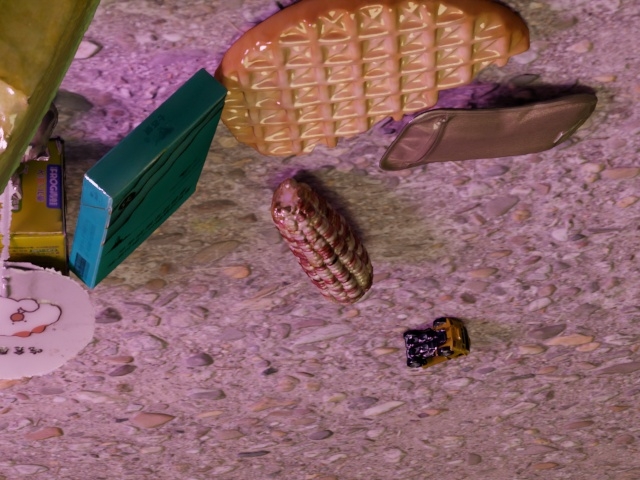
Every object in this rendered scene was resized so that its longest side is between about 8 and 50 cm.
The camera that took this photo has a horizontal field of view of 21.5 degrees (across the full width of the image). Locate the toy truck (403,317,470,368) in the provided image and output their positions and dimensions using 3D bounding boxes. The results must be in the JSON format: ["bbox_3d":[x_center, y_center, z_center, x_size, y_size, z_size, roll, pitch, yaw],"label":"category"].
[{"bbox_3d":[0.155,0.135,2.197,0.083,0.049,0.054,-24,150,35],"label":"toy truck"}]

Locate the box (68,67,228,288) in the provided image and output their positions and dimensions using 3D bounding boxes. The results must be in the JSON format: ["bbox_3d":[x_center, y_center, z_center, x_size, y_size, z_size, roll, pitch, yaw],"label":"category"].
[{"bbox_3d":[-0.168,-0.055,1.616,0.042,0.161,0.226,40,155,6],"label":"box"}]

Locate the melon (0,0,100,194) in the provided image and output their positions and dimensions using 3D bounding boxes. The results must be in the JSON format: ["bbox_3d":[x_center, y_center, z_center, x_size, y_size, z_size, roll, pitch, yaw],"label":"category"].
[{"bbox_3d":[-0.371,-0.160,1.289,0.343,0.226,0.331,28,138,-11],"label":"melon"}]

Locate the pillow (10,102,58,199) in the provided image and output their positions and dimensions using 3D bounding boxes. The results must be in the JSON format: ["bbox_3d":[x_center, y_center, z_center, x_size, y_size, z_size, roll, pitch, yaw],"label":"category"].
[{"bbox_3d":[-0.355,-0.069,1.620,0.241,0.093,0.051,-14,-170,12],"label":"pillow"}]

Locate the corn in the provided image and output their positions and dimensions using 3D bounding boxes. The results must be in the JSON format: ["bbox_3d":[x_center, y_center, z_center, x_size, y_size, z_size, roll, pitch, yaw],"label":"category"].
[{"bbox_3d":[0.000,0.000,1.860,0.079,0.080,0.237,-13,150,14],"label":"corn"}]

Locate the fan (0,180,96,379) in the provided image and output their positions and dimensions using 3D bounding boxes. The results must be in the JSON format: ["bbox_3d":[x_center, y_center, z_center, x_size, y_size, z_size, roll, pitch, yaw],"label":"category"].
[{"bbox_3d":[-0.311,0.039,1.653,0.190,0.009,0.329,2,137,-12],"label":"fan"}]

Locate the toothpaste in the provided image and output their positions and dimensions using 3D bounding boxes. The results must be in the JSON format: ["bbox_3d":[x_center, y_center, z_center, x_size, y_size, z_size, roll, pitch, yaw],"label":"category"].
[{"bbox_3d":[-0.305,0.018,1.781,0.077,0.110,0.327,0,154,-7],"label":"toothpaste"}]

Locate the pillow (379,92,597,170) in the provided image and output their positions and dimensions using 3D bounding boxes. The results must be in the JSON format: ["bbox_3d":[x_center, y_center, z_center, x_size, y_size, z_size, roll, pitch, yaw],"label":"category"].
[{"bbox_3d":[0.170,-0.108,1.691,0.217,0.033,0.130,-8,158,-20],"label":"pillow"}]

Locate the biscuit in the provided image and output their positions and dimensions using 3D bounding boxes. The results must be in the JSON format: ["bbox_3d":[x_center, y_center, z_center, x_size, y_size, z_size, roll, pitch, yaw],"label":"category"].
[{"bbox_3d":[0.023,-0.161,1.565,0.309,0.040,0.204,-22,150,29],"label":"biscuit"}]
